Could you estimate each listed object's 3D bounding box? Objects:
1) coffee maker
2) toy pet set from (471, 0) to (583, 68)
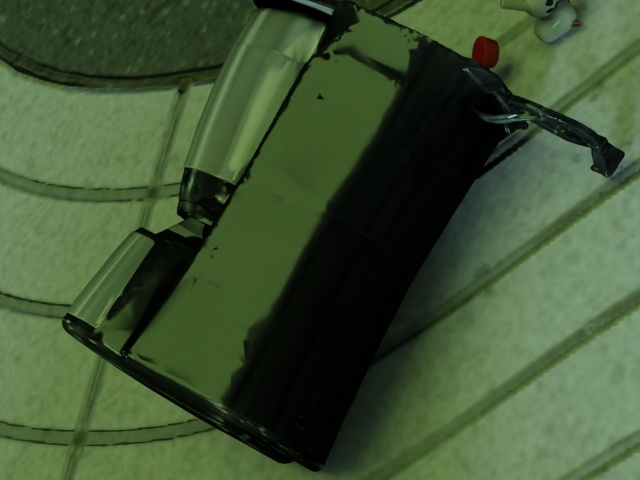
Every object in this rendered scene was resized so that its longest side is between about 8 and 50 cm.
[{"bbox_3d":[0.000,0.000,0.773,0.171,0.120,0.178,20,80,46],"label":"coffee maker"},{"bbox_3d":[0.102,-0.151,0.838,0.122,0.065,0.114,-106,27,-44],"label":"toy pet set"}]
